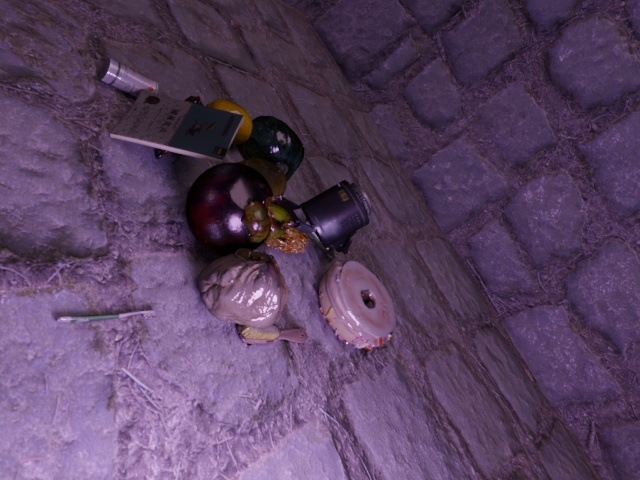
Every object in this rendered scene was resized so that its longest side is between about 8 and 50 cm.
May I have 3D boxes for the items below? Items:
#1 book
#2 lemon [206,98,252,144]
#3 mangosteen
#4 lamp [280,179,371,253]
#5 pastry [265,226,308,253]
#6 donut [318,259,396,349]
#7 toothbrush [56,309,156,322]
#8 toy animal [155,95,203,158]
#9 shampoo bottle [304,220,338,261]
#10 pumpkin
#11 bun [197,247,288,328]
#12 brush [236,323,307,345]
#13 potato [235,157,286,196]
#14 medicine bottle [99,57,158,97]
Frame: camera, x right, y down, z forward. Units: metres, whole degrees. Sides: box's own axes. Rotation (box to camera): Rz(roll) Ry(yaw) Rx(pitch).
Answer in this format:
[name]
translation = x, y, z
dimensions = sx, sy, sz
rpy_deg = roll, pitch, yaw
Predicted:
[book]
translation = -0.474, -0.387, 1.668
dimensions = 0.379, 0.031, 0.264
rpy_deg = 12, 49, -1
[lemon]
translation = -0.378, -0.485, 2.012
dimensions = 0.207, 0.170, 0.170
rpy_deg = 27, 37, -25
[mangosteen]
translation = -0.255, -0.103, 1.575
dimensions = 0.306, 0.360, 0.306
rpy_deg = 13, 74, -57
[lamp]
translation = 0.059, -0.115, 1.943
dimensions = 0.374, 0.272, 0.205
rpy_deg = 36, 15, -47
[pastry]
translation = -0.151, -0.018, 1.877
dimensions = 0.250, 0.102, 0.154
rpy_deg = 11, 50, -52
[donut]
translation = 0.140, 0.256, 1.942
dimensions = 0.383, 0.142, 0.382
rpy_deg = 34, 35, -28
[toothbrush]
translation = -0.522, 0.189, 1.223
dimensions = 0.257, 0.018, 0.024
rpy_deg = 7, 58, -52
[toy animal]
translation = -0.494, -0.414, 1.778
dimensions = 0.097, 0.157, 0.312
rpy_deg = 31, 34, -30
[shampoo bottle]
translation = 0.000, 0.000, 2.113
dimensions = 0.204, 0.065, 0.065
rpy_deg = 48, 30, -7
[pumpkin]
translation = -0.196, -0.427, 2.169
dimensions = 0.293, 0.197, 0.263
rpy_deg = 27, 35, -40
[bun]
translation = -0.215, 0.132, 1.479
dimensions = 0.282, 0.204, 0.281
rpy_deg = 22, 24, -11
[brush]
translation = -0.136, 0.298, 1.598
dimensions = 0.313, 0.067, 0.072
rpy_deg = 17, 44, -48
[potato]
translation = -0.241, -0.212, 1.893
dimensions = 0.210, 0.173, 0.307
rpy_deg = 51, 28, 3
[medicine bottle]
translation = -0.681, -0.569, 1.757
dimensions = 0.183, 0.086, 0.086
rpy_deg = 20, 42, -44
